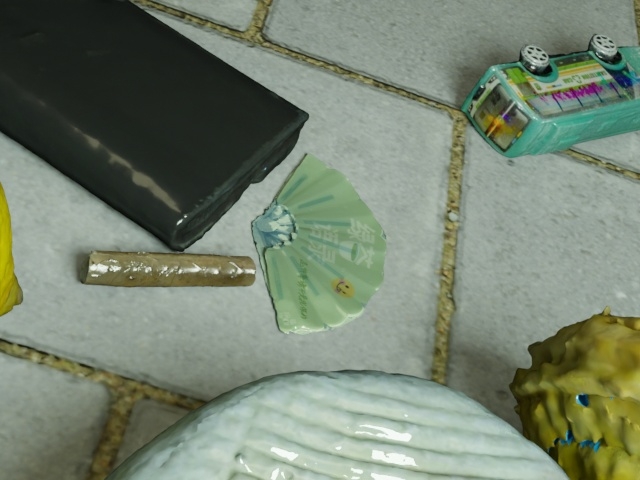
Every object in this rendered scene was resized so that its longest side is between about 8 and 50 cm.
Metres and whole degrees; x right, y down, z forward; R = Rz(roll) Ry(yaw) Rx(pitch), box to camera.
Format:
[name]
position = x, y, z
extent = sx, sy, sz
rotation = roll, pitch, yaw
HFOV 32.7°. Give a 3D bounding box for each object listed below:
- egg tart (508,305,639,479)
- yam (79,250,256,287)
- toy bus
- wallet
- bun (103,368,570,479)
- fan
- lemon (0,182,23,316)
[egg tart]
position = 0.289, 0.195, 0.746
extent = 0.388, 0.388, 0.169
rotation = 28, 76, 4
[yam]
position = -0.125, 0.024, 0.903
extent = 0.145, 0.032, 0.032
rotation = 2, 47, -26
[toy bus]
position = 0.286, -0.165, 1.243
extent = 0.262, 0.091, 0.109
rotation = -15, 62, -33
[wallet]
position = -0.231, -0.162, 1.022
extent = 0.406, 0.062, 0.228
rotation = 34, 43, 9
[bun]
position = 0.017, 0.243, 0.618
extent = 0.362, 0.211, 0.361
rotation = 11, 46, -11
[fan]
position = 0.000, 0.000, 1.004
extent = 0.131, 0.009, 0.240
rotation = 18, 42, -11
[lemon]
position = -0.330, -0.004, 0.698
extent = 0.254, 0.228, 0.228
rotation = 22, 42, 5
